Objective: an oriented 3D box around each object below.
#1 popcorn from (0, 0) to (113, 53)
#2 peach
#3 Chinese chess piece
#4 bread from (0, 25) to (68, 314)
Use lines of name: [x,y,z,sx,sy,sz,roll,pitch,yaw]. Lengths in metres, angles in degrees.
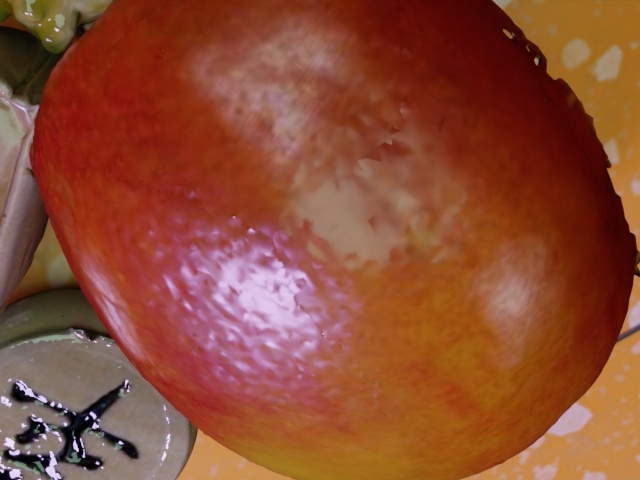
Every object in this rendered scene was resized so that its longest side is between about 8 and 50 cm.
popcorn: [-0.139,-0.195,0.498,0.173,0.142,0.174,-19,127,-26]
peach: [0.000,0.000,0.492,0.242,0.306,0.380,-46,118,-19]
Chinese chess piece: [-0.184,0.128,0.640,0.188,0.083,0.189,-4,113,-11]
bread: [-0.267,-0.049,0.542,0.192,0.110,0.210,16,108,-9]
